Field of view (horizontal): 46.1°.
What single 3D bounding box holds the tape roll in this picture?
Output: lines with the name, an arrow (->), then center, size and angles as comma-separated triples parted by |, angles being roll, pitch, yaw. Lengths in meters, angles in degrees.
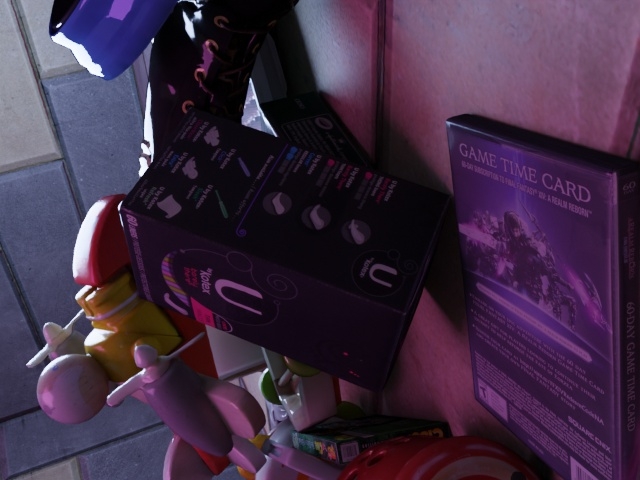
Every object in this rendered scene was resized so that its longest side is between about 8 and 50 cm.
tape roll -> -0.128, 0.131, 1.244 | 0.246, 0.246, 0.169 | 124, 127, -70

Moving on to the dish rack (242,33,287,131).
dish rack -> -0.113, -0.227, 1.138 | 0.333, 0.072, 0.285 | 174, 80, -74

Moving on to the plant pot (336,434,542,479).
plant pot -> 0.112, 0.277, 0.697 | 0.174, 0.191, 0.191 | 131, 120, -68

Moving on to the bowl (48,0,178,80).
bowl -> -0.185, -0.367, 0.809 | 0.391, 0.077, 0.391 | -38, 40, 41

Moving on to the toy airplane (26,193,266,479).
toy airplane -> -0.235, 0.182, 0.998 | 0.384, 0.272, 0.386 | 49, 139, 24

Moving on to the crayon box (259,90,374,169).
crayon box -> 0.000, 0.000, 0.973 | 0.323, 0.083, 0.203 | 90, 157, -44

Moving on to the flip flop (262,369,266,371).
flip flop -> -0.125, 0.184, 1.571 | 0.080, 0.112, 0.277 | -86, -7, -47

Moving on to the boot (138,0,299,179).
boot -> -0.111, -0.189, 0.845 | 0.377, 0.138, 0.284 | 17, 104, 54

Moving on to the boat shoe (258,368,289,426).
boat shoe -> -0.073, 0.352, 1.616 | 0.081, 0.079, 0.227 | 46, 156, 39

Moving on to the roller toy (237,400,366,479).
roller toy -> -0.008, 0.366, 1.165 | 0.146, 0.209, 0.191 | 139, 109, -75

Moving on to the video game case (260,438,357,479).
video game case -> 0.041, 0.322, 0.995 | 0.026, 0.227, 0.206 | -66, 8, -16

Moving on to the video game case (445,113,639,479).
video game case -> 0.167, 0.052, 0.576 | 0.196, 0.026, 0.274 | -140, 37, -62

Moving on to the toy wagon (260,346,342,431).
toy wagon -> -0.065, 0.078, 0.999 | 0.267, 0.068, 0.344 | 118, 134, -68

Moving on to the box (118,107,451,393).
box -> -0.033, 0.010, 0.728 | 0.165, 0.270, 0.143 | 95, -162, -54

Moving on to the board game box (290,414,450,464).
board game box -> 0.053, 0.249, 0.956 | 0.259, 0.136, 0.030 | 139, 125, -73
